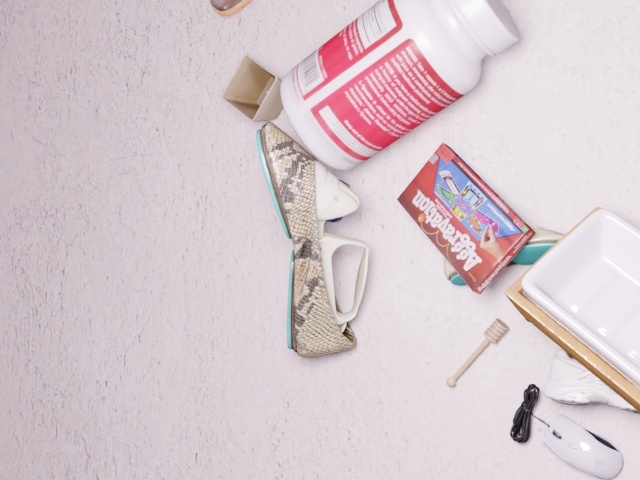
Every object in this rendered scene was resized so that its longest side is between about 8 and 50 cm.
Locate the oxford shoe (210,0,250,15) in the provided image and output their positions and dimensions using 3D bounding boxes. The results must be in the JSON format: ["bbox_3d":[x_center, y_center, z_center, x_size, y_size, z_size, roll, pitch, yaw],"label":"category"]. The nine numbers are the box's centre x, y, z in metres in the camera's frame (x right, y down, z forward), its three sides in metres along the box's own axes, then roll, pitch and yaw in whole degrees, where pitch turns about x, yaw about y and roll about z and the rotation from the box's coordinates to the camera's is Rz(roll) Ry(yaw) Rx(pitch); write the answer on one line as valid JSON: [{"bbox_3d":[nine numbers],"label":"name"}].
[{"bbox_3d":[-0.159,-0.671,1.687,0.130,0.133,0.363,42,109,27],"label":"oxford shoe"}]

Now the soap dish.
[{"bbox_3d":[0.470,0.111,1.186,0.229,0.118,0.291,-39,62,-16],"label":"soap dish"}]

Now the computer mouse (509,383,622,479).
[{"bbox_3d":[0.415,0.334,1.296,0.193,0.042,0.106,29,101,31],"label":"computer mouse"}]

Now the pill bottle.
[{"bbox_3d":[0.143,-0.322,1.411,0.408,0.229,0.229,-32,70,27],"label":"pill bottle"}]

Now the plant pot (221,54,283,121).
[{"bbox_3d":[-0.128,-0.320,1.663,0.109,0.096,0.109,40,107,29],"label":"plant pot"}]

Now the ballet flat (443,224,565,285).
[{"bbox_3d":[0.329,0.011,1.360,0.248,0.086,0.086,-18,77,31],"label":"ballet flat"}]

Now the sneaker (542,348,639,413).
[{"bbox_3d":[0.480,0.217,1.240,0.232,0.090,0.115,2,78,28],"label":"sneaker"}]

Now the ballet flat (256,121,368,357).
[{"bbox_3d":[0.000,0.000,1.483,0.182,0.164,0.482,-5,107,7],"label":"ballet flat"}]

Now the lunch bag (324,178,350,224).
[{"bbox_3d":[0.019,-0.081,1.571,0.067,0.065,0.098,19,96,17],"label":"lunch bag"}]

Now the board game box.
[{"bbox_3d":[0.253,-0.046,1.386,0.145,0.027,0.281,-53,43,19],"label":"board game box"}]

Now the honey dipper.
[{"bbox_3d":[0.283,0.211,1.400,0.030,0.030,0.160,45,112,27],"label":"honey dipper"}]
